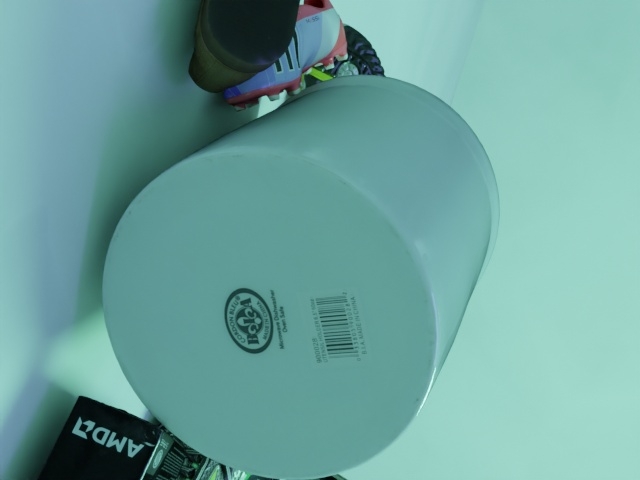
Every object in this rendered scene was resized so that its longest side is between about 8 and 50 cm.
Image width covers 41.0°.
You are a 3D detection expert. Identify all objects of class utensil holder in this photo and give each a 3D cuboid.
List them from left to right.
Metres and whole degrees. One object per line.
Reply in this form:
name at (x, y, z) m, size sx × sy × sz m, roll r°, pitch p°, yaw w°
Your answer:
utensil holder at (0.001, 0.014, 0.888) m, size 0.385 × 0.328 × 0.327 m, roll -44°, pitch 152°, yaw -65°

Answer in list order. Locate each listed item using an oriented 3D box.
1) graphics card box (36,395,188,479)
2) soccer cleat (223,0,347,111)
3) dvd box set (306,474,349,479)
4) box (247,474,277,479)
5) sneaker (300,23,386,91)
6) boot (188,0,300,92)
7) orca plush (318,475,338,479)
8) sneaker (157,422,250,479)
graphics card box at (-0.250, 0.345, 0.810) m, size 0.233 × 0.094 × 0.370 m, roll 96°, pitch 18°, yaw -72°
soccer cleat at (-0.044, -0.218, 0.970) m, size 0.248 × 0.083 × 0.095 m, roll -43°, pitch 118°, yaw -52°
dvd box set at (-0.095, 0.573, 1.466) m, size 0.420 × 0.062 × 0.308 m, roll -51°, pitch -171°, yaw -14°
box at (-0.099, 0.378, 1.551) m, size 0.307 × 0.077 × 0.242 m, roll -64°, pitch 169°, yaw -66°
sneaker at (0.023, -0.149, 1.272) m, size 0.145 × 0.147 × 0.384 m, roll -22°, pitch 133°, yaw -14°
boot at (-0.055, -0.276, 0.816) m, size 0.115 × 0.112 × 0.305 m, roll -28°, pitch -142°, yaw 61°
orca plush at (-0.044, 0.290, 1.326) m, size 0.102 × 0.287 × 0.151 m, roll -30°, pitch -158°, yaw 20°
sneaker at (-0.173, 0.306, 1.050) m, size 0.146 × 0.134 × 0.343 m, roll 52°, pitch 59°, yaw -75°
